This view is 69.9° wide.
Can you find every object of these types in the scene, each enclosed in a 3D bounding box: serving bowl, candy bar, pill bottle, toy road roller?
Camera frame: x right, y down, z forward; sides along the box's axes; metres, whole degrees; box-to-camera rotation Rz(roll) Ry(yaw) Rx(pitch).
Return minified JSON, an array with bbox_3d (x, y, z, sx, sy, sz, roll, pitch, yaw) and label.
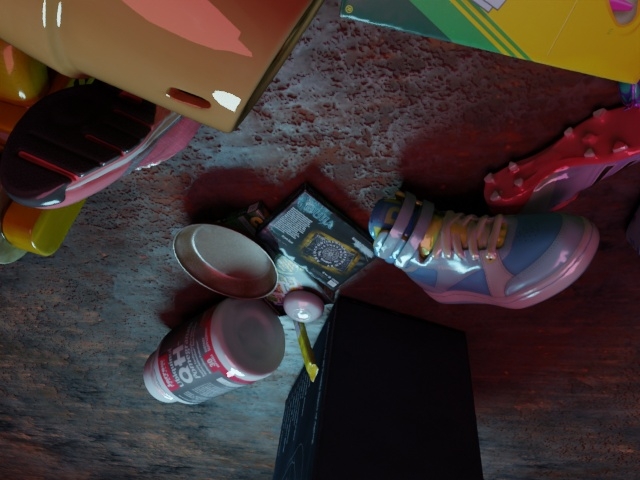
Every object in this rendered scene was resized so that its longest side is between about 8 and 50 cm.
[{"bbox_3d":[-0.035,0.135,0.899,0.083,0.027,0.083,5,133,6],"label":"serving bowl"},{"bbox_3d":[-0.031,0.204,0.918,0.018,0.161,0.040,3,126,-20],"label":"candy bar"},{"bbox_3d":[-0.241,0.247,0.984,0.318,0.176,0.176,-31,120,34],"label":"pill bottle"},{"bbox_3d":[-0.380,-0.163,0.526,0.202,0.329,0.240,16,156,-3],"label":"toy road roller"}]

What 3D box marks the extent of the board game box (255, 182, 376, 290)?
[{"bbox_3d":[0.000,0.000,0.782,0.186,0.026,0.126,37,118,-26],"label":"board game box"}]

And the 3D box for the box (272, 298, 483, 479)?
[{"bbox_3d":[0.075,0.465,0.914,0.297,0.480,0.472,15,135,-4],"label":"box"}]

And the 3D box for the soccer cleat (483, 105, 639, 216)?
[{"bbox_3d":[0.342,-0.096,0.610,0.248,0.083,0.095,-28,137,33],"label":"soccer cleat"}]

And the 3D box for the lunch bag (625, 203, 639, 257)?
[{"bbox_3d":[0.556,-0.030,0.615,0.219,0.090,0.176,6,131,5],"label":"lunch bag"}]

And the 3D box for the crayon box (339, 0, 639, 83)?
[{"bbox_3d":[0.206,-0.348,0.372,0.313,0.106,0.363,13,134,0],"label":"crayon box"}]

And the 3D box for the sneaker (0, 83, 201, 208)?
[{"bbox_3d":[-0.212,-0.125,0.545,0.116,0.314,0.136,29,146,10],"label":"sneaker"}]

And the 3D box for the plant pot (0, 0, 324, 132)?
[{"bbox_3d":[-0.111,-0.235,0.408,0.203,0.291,0.291,35,130,-14],"label":"plant pot"}]

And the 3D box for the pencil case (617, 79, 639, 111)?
[{"bbox_3d":[0.418,-0.190,0.504,0.151,0.064,0.070,-5,90,18],"label":"pencil case"}]

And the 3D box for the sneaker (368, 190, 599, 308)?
[{"bbox_3d":[0.185,-0.002,0.637,0.208,0.127,0.319,32,156,-14],"label":"sneaker"}]

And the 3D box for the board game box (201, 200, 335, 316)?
[{"bbox_3d":[-0.093,0.046,0.866,0.136,0.030,0.260,-16,128,28],"label":"board game box"}]

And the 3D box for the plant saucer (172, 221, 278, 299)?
[{"bbox_3d":[-0.164,0.031,0.818,0.198,0.036,0.199,10,138,9],"label":"plant saucer"}]
